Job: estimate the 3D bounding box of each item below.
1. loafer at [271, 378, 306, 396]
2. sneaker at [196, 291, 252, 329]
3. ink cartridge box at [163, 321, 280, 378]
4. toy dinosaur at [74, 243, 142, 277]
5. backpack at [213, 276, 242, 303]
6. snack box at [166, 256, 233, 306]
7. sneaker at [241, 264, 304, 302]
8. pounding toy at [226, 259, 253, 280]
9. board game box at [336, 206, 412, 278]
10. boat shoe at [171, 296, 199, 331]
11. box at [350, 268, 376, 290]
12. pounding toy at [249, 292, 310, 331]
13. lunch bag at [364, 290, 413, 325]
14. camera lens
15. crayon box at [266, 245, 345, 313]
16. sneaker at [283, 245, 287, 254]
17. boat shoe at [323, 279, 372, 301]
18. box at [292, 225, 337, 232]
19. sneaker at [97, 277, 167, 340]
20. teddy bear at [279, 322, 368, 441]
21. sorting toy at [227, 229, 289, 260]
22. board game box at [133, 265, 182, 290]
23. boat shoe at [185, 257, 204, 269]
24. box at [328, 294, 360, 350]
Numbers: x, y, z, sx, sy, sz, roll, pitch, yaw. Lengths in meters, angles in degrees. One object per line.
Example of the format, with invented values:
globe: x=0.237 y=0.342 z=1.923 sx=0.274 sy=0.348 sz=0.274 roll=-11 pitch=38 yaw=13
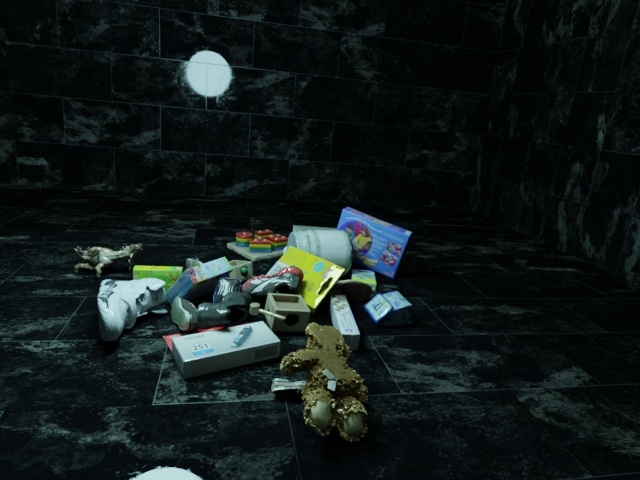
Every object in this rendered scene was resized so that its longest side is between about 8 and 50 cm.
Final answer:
loafer: x=-0.070 y=0.403 z=1.212 sx=0.125 sy=0.045 sz=0.039 roll=8 pitch=35 yaw=1
sneaker: x=-0.289 y=0.239 z=1.515 sx=0.130 sy=0.108 sz=0.286 roll=-3 pitch=6 yaw=19
ink cartridge box: x=-0.314 y=0.308 z=1.412 sx=0.297 sy=0.066 sz=0.261 roll=-5 pitch=20 yaw=-31
toy dinosaur: x=-0.913 y=0.079 z=1.926 sx=0.296 sy=0.127 sz=0.200 roll=0 pitch=4 yaw=30
backpack: x=-0.343 y=0.212 z=1.678 sx=0.098 sy=0.101 sz=0.120 roll=3 pitch=49 yaw=2
snack box: x=-0.458 y=0.155 z=1.704 sx=0.070 sy=0.174 sz=0.207 roll=54 pitch=31 yaw=10
sneaker: x=-0.193 y=0.192 z=1.705 sx=0.276 sy=0.097 sz=0.135 roll=-19 pitch=40 yaw=15
pounding toy: x=-0.359 y=0.149 z=1.927 sx=0.141 sy=0.100 sz=0.130 roll=3 pitch=12 yaw=34
board game box: x=0.242 y=0.008 z=2.202 sx=0.347 sy=0.233 sz=0.078 roll=23 pitch=21 yaw=15
boat shoe: x=-0.456 y=0.252 z=1.538 sx=0.069 sy=0.081 sz=0.228 roll=12 pitch=6 yaw=-30
box: x=0.196 y=0.176 z=2.071 sx=0.109 sy=0.042 sz=0.178 roll=6 pitch=17 yaw=0
pounding toy: x=-0.148 y=0.263 z=1.551 sx=0.206 sy=0.094 sz=0.181 roll=6 pitch=18 yaw=-22
lunch bag: x=0.256 y=0.263 z=1.715 sx=0.151 sy=0.096 sz=0.129 roll=-14 pitch=23 yaw=-12
camera lens: x=0.000 y=0.060 z=2.088 sx=0.275 sy=0.219 sz=0.219 roll=0 pitch=17 yaw=-18
crayon box: x=-0.060 y=0.158 z=1.791 sx=0.319 sy=0.081 sz=0.202 roll=22 pitch=64 yaw=43
sneaker: x=-0.089 y=0.062 z=2.293 sx=0.282 sy=0.102 sz=0.161 roll=7 pitch=9 yaw=-35
boat shoe: x=0.081 y=0.200 z=1.866 sx=0.258 sy=0.095 sz=0.095 roll=1 pitch=11 yaw=-12
box: x=0.000 y=0.000 z=2.469 sx=0.312 sy=0.121 sz=0.148 roll=5 pitch=16 yaw=-3
sneaker: x=-0.621 y=0.213 z=1.506 sx=0.210 sy=0.137 sz=0.366 roll=-5 pitch=15 yaw=-22
teddy bear: x=0.016 y=0.369 z=1.170 sx=0.245 sy=0.113 sz=0.338 roll=6 pitch=32 yaw=-30
sorting toy: x=-0.317 y=0.013 z=2.380 sx=0.256 sy=0.089 sz=0.257 roll=-10 pitch=22 yaw=-42
board game box: x=-0.644 y=0.152 z=1.792 sx=0.182 sy=0.092 sz=0.043 roll=2 pitch=17 yaw=-11
boat shoe: x=-0.523 y=0.116 z=1.989 sx=0.065 sy=0.075 sz=0.206 roll=-12 pitch=19 yaw=-39
box: x=0.080 y=0.285 z=1.617 sx=0.063 sy=0.067 sz=0.324 roll=3 pitch=15 yaw=-7
